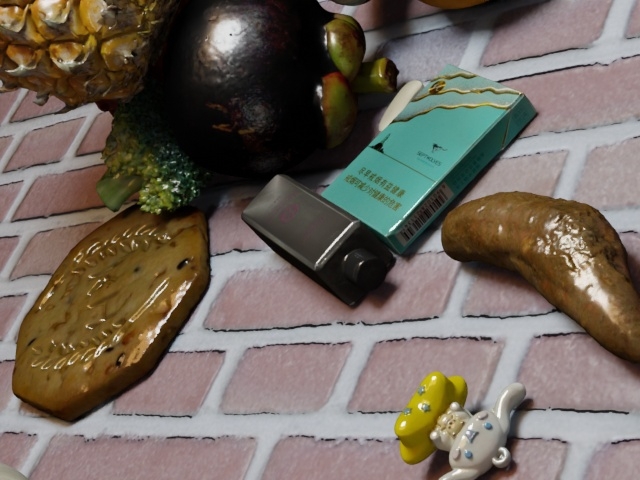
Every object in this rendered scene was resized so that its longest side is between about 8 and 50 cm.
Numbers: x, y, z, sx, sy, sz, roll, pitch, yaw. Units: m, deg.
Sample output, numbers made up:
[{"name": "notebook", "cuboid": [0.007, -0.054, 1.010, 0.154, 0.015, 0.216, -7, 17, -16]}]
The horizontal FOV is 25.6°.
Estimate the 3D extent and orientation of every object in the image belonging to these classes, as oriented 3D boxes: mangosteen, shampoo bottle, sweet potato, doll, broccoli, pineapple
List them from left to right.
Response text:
[{"name": "pineapple", "cuboid": [-0.326, -0.338, 1.779, 0.352, 0.300, 0.352, -161, 90, -89]}, {"name": "broccoli", "cuboid": [-0.234, -0.109, 1.940, 0.194, 0.194, 0.220, -37, 46, 13]}, {"name": "mangosteen", "cuboid": [-0.051, -0.212, 1.802, 0.302, 0.275, 0.275, 3, 48, 7]}, {"name": "shampoo bottle", "cuboid": [0.000, 0.000, 1.636, 0.080, 0.079, 0.246, -49, 33, -5]}, {"name": "doll", "cuboid": [0.128, 0.189, 1.317, 0.113, 0.071, 0.135, 2, 60, 27]}, {"name": "sweet potato", "cuboid": [0.230, 0.013, 1.364, 0.341, 0.092, 0.114, 34, 106, 57]}]

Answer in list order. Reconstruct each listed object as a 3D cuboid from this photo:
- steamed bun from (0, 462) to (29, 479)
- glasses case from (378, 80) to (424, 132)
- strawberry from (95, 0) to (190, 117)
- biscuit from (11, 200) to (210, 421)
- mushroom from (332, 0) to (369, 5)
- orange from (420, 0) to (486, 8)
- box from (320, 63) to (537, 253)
[{"name": "steamed bun", "cuboid": [-0.425, 0.370, 1.626, 0.242, 0.164, 0.146, -53, 32, -10]}, {"name": "glasses case", "cuboid": [0.102, -0.166, 1.759, 0.032, 0.021, 0.083, 9, 61, 52]}, {"name": "strawberry", "cuboid": [-0.263, -0.357, 2.071, 0.317, 0.345, 0.295, -14, 39, 44]}, {"name": "biscuit", "cuboid": [-0.287, 0.084, 1.898, 0.359, 0.046, 0.359, -28, 36, 23]}, {"name": "mushroom", "cuboid": [0.064, -0.404, 1.917, 0.123, 0.095, 0.351, -64, 0, 34]}, {"name": "orange", "cuboid": [0.176, -0.403, 1.740, 0.246, 0.246, 0.246, -29, 36, 24]}, {"name": "box", "cuboid": [0.123, -0.099, 1.636, 0.229, 0.041, 0.162, -46, 34, -7]}]
